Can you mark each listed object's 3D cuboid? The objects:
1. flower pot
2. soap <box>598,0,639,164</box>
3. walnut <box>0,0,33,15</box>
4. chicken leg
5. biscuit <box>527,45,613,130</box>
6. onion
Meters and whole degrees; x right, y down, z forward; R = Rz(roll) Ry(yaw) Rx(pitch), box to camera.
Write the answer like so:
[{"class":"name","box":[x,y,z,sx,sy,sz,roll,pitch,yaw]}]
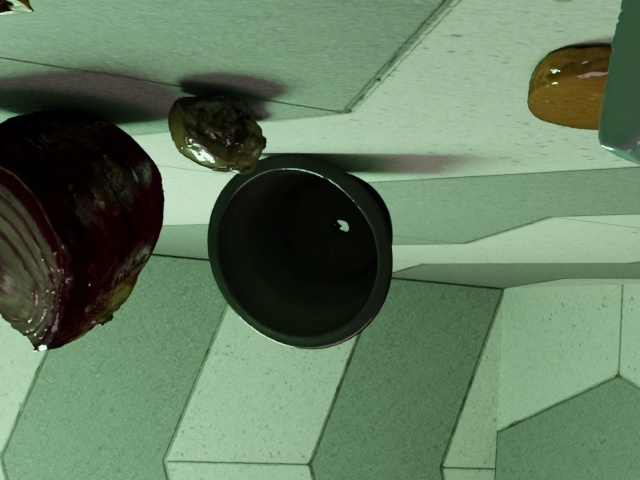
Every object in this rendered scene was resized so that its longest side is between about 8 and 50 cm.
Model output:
[{"class":"flower pot","box":[0.000,0.000,1.628,0.235,0.235,0.148,1,-166,24]},{"class":"soap","box":[0.262,-0.087,0.715,0.230,0.145,0.091,14,179,-38]},{"class":"walnut","box":[-0.214,-0.157,0.731,0.121,0.052,0.091,8,175,-25]},{"class":"chicken leg","box":[-0.087,-0.097,1.259,0.085,0.069,0.198,5,-178,7]},{"class":"biscuit","box":[0.255,-0.110,1.029,0.192,0.036,0.186,2,173,3]},{"class":"onion","box":[-0.252,-0.037,1.358,0.206,0.216,0.207,-36,167,-47]}]
